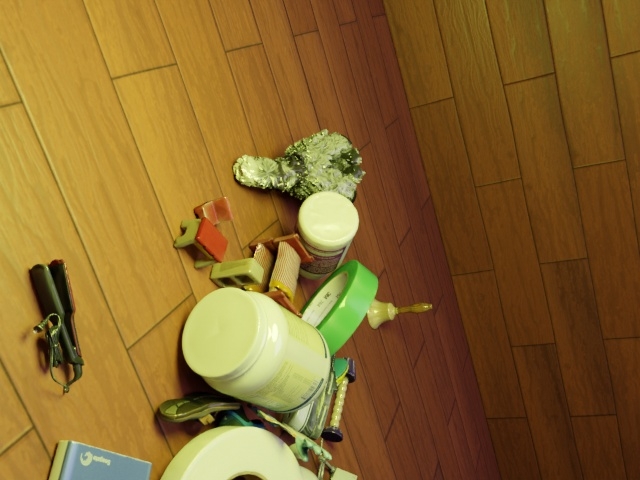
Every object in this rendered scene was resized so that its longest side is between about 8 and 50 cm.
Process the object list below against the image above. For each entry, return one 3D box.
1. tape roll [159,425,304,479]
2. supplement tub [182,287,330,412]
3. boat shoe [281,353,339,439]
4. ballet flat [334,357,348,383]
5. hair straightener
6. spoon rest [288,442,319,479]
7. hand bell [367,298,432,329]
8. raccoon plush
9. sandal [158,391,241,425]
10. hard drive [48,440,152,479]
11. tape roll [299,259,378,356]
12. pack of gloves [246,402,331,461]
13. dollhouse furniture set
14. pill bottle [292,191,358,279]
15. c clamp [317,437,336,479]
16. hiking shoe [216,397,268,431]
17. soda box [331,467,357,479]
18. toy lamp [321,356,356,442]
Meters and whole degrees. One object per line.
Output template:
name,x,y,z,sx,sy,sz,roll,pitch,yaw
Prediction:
tape roll,-0.181,0.586,1.302,0.392,0.072,0.392,14,72,-47
supplement tub,-0.142,0.257,1.457,0.325,0.235,0.236,43,44,-53
boat shoe,-0.009,0.410,1.801,0.119,0.121,0.335,36,55,-20
ballet flat,0.018,0.445,1.944,0.231,0.077,0.077,-33,133,-60
hair straightener,-0.457,0.151,1.065,0.089,0.047,0.231,-17,102,-65
spoon rest,-0.053,0.656,1.719,0.137,0.084,0.276,-61,149,-52
hand bell,0.313,0.268,2.413,0.126,0.242,0.126,-9,90,-66
raccoon plush,-0.086,-0.202,1.889,0.446,0.299,0.216,9,75,-26
sandal,-0.261,0.371,1.351,0.219,0.090,0.060,5,98,-62
hard drive,-0.395,0.522,1.058,0.210,0.040,0.319,46,42,-51
tape roll,0.028,0.202,1.749,0.077,0.321,0.321,38,38,-10
pack of gloves,-0.083,0.455,1.461,0.195,0.232,0.046,34,76,-13
dollhouse furniture set,-0.174,0.028,1.566,0.374,0.152,0.201,54,36,-44
pill bottle,0.000,0.000,1.806,0.301,0.169,0.169,111,-14,-62
c clamp,0.019,0.690,1.881,0.161,0.022,0.137,68,27,-47
hiking shoe,-0.144,0.501,1.511,0.304,0.113,0.132,56,35,-42
soda box,0.038,0.763,1.795,0.216,0.069,0.074,-54,158,-56
toy lamp,0.061,0.498,1.998,0.080,0.080,0.275,60,34,-37
